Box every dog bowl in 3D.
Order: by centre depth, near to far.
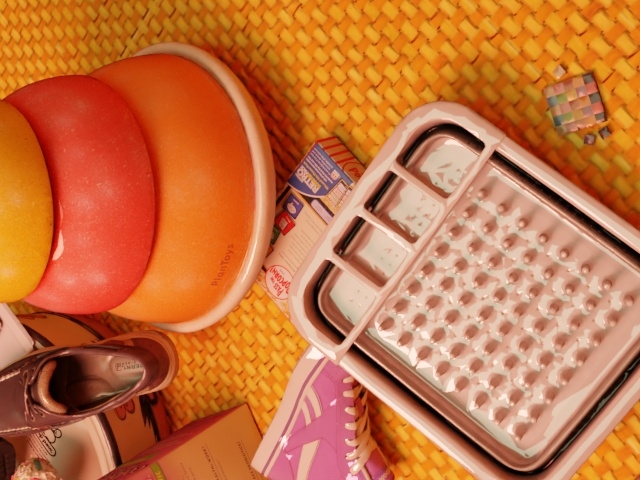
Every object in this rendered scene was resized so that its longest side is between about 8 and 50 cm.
[{"bbox_3d":[-0.391,0.286,1.252,0.407,0.150,0.408,9,107,31],"label":"dog bowl"}]

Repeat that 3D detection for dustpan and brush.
[{"bbox_3d":[-0.486,0.158,1.150,0.147,0.060,0.211,49,122,13],"label":"dustpan and brush"}]

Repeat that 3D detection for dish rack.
[{"bbox_3d":[0.162,0.057,0.844,0.332,0.072,0.286,38,104,13],"label":"dish rack"}]

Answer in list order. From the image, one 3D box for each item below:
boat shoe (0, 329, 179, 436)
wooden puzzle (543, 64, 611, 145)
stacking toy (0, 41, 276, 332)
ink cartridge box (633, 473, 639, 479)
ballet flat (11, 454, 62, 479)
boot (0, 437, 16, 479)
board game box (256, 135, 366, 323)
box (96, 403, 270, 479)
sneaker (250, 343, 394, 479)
[{"bbox_3d":[-0.316,0.176,1.037,0.285,0.092,0.103,-15,84,11],"label":"boat shoe"},{"bbox_3d":[0.245,-0.130,0.818,0.049,0.006,0.083,-16,94,35],"label":"wooden puzzle"},{"bbox_3d":[-0.315,-0.049,0.892,0.350,0.479,0.351,5,97,42],"label":"stacking toy"},{"bbox_3d":[0.403,0.253,0.754,0.201,0.117,0.278,42,121,16],"label":"ink cartridge box"},{"bbox_3d":[-0.399,0.391,1.158,0.077,0.091,0.241,52,125,47],"label":"ballet flat"},{"bbox_3d":[-0.501,0.351,1.213,0.137,0.076,0.198,18,99,32],"label":"boot"},{"bbox_3d":[0.000,0.000,0.986,0.147,0.045,0.193,49,123,12],"label":"board game box"},{"bbox_3d":[-0.159,0.358,1.066,0.117,0.243,0.214,-25,90,34],"label":"box"},{"bbox_3d":[0.036,0.204,0.997,0.161,0.102,0.282,31,125,14],"label":"sneaker"}]
